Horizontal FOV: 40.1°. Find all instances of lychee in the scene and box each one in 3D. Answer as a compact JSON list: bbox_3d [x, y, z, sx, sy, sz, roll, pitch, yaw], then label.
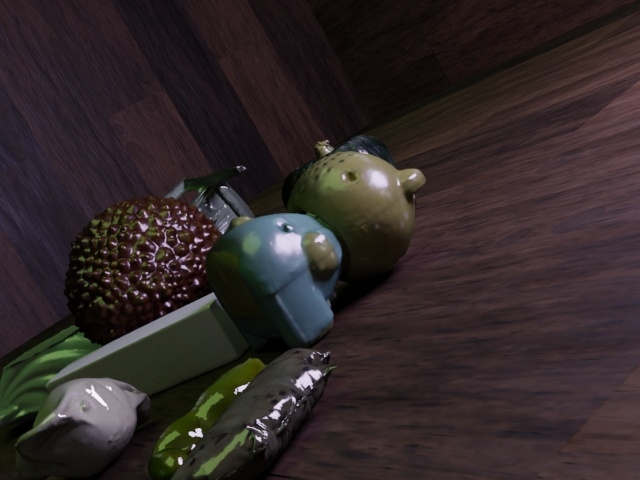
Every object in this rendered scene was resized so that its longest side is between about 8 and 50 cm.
[{"bbox_3d":[-0.268,0.063,1.324,0.271,0.271,0.271,-29,9,5],"label":"lychee"}]

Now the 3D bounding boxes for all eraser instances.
[{"bbox_3d":[-0.225,0.157,1.162,0.298,0.078,0.076,-26,10,26],"label":"eraser"}]

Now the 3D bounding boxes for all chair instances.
[{"bbox_3d":[-0.213,-0.010,1.682,0.190,0.203,0.275,-46,19,-22],"label":"chair"}]

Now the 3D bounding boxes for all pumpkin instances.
[{"bbox_3d":[0.032,-0.105,1.550,0.212,0.152,0.211,-37,-4,-3],"label":"pumpkin"}]

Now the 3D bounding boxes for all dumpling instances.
[{"bbox_3d":[-0.269,0.212,0.943,0.134,0.100,0.169,-43,4,14],"label":"dumpling"}]

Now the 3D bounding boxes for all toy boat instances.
[{"bbox_3d":[-0.411,0.201,1.450,0.290,0.100,0.199,-31,8,-19],"label":"toy boat"}]

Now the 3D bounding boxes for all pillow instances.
[{"bbox_3d":[-0.044,0.145,0.726,0.093,0.051,0.241,-30,6,34],"label":"pillow"}]

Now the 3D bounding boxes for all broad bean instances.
[{"bbox_3d":[-0.095,0.162,0.811,0.070,0.048,0.213,-25,11,29],"label":"broad bean"}]

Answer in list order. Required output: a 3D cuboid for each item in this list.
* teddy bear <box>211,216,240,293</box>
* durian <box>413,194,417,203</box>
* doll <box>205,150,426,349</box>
[{"bbox_3d":[-0.082,0.031,1.260,0.177,0.140,0.190,-32,0,5],"label":"teddy bear"},{"bbox_3d":[0.100,-0.058,1.348,0.110,0.071,0.140,-21,8,45],"label":"durian"},{"bbox_3d":[0.000,0.000,1.050,0.261,0.161,0.177,-37,9,-25],"label":"doll"}]
